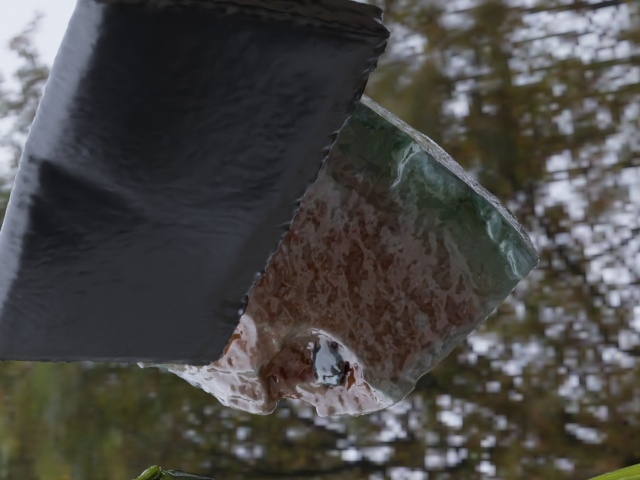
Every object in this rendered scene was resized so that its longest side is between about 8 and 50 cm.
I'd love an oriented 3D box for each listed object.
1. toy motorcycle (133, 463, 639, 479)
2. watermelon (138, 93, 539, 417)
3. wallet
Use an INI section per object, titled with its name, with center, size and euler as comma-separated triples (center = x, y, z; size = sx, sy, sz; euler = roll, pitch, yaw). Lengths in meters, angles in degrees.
[toy motorcycle]
center = 0.002, 0.171, 0.697
size = 0.142, 0.342, 0.206
euler = 14, -121, -56
[watermelon]
center = 0.008, -0.010, 1.299
size = 0.264, 0.151, 0.302
euler = 34, -117, -7
[wallet]
center = -0.068, -0.021, 0.749
size = 0.124, 0.244, 0.025
euler = 2, -126, -21
